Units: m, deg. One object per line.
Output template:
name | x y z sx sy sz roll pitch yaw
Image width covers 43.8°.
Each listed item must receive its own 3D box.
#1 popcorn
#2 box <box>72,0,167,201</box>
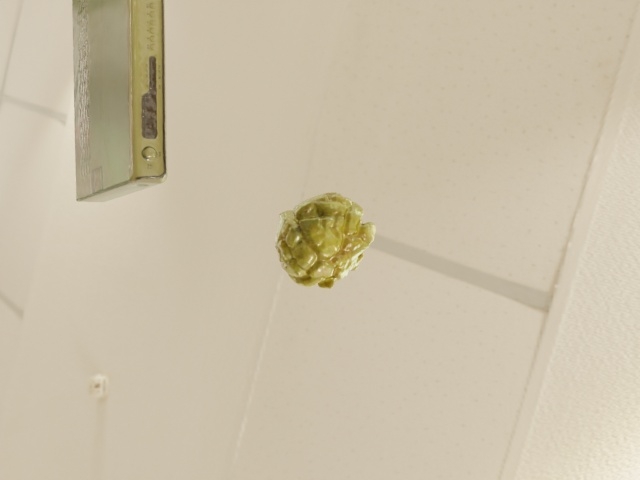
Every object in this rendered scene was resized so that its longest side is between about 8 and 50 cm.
popcorn | 0.000 0.000 0.964 0.106 0.116 0.121 4 -105 57
box | -0.216 -0.182 0.847 0.211 0.045 0.270 -9 -98 56
